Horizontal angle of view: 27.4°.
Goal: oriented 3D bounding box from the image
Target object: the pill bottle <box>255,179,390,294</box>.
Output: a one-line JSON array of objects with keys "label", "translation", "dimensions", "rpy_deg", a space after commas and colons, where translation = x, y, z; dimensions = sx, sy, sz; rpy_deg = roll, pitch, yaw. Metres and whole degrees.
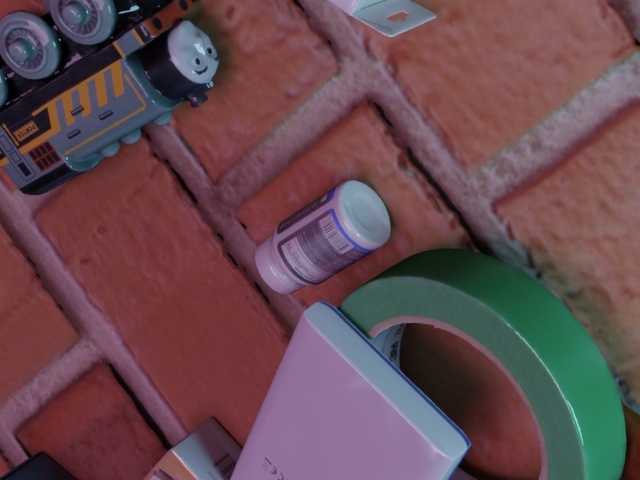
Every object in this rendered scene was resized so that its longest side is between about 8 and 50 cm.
[{"label": "pill bottle", "translation": [0.000, 0.000, 1.366], "dimensions": [0.137, 0.078, 0.078], "rpy_deg": [-31, 91, 36]}]

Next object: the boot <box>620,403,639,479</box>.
[{"label": "boot", "translation": [0.343, 0.321, 1.229], "dimensions": [0.280, 0.096, 0.264], "rpy_deg": [25, 122, 44]}]

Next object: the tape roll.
[{"label": "tape roll", "translation": [0.145, 0.169, 1.308], "dimensions": [0.321, 0.077, 0.321], "rpy_deg": [22, 125, 36]}]

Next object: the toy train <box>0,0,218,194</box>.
[{"label": "toy train", "translation": [-0.259, -0.182, 1.423], "dimensions": [0.334, 0.142, 0.190], "rpy_deg": [-24, 108, 34]}]

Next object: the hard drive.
[{"label": "hard drive", "translation": [0.018, 0.237, 1.381], "dimensions": [0.210, 0.040, 0.318], "rpy_deg": [44, 138, 20]}]

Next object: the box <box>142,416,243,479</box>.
[{"label": "box", "translation": [-0.153, 0.322, 1.581], "dimensions": [0.130, 0.091, 0.170], "rpy_deg": [46, 125, 7]}]

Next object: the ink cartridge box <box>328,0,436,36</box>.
[{"label": "ink cartridge box", "translation": [0.022, -0.275, 1.219], "dimensions": [0.198, 0.115, 0.067], "rpy_deg": [37, 123, 12]}]

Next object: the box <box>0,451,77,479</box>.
[{"label": "box", "translation": [-0.338, 0.393, 1.664], "dimensions": [0.233, 0.183, 0.059], "rpy_deg": [37, 123, 15]}]
